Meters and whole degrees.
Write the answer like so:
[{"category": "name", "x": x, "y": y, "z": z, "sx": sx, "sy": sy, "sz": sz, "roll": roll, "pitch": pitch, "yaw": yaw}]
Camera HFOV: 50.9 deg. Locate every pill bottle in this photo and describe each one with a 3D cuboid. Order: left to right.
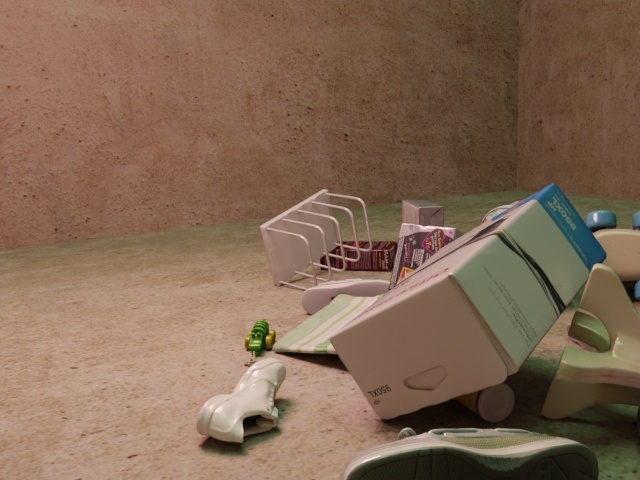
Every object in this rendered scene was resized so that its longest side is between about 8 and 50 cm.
[{"category": "pill bottle", "x": 0.250, "y": 0.241, "z": 1.076, "sx": 0.065, "sy": 0.065, "sz": 0.116, "roll": -6, "pitch": 10, "yaw": -21}]

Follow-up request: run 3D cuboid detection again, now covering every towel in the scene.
[{"category": "towel", "x": 0.092, "y": 0.160, "z": 1.358, "sx": 0.325, "sy": 0.038, "sz": 0.248, "roll": -7, "pitch": 17, "yaw": 44}]

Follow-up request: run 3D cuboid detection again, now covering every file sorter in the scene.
[{"category": "file sorter", "x": 0.000, "y": 0.000, "z": 1.944, "sx": 0.173, "sy": 0.192, "sz": 0.278, "roll": 12, "pitch": 33, "yaw": 40}]

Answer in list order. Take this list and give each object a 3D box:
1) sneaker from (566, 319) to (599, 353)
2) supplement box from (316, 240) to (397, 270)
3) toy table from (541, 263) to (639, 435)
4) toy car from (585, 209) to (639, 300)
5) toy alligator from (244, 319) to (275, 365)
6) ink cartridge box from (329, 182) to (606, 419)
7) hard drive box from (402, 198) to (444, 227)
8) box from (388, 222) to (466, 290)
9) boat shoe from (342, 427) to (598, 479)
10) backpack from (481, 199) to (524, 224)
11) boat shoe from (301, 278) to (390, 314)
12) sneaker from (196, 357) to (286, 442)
[{"category": "sneaker", "x": 0.547, "y": 0.188, "z": 1.338, "sx": 0.070, "sy": 0.050, "sz": 0.134, "roll": -7, "pitch": 6, "yaw": 1}, {"category": "supplement box", "x": 0.118, "y": 0.048, "z": 2.152, "sx": 0.240, "sy": 0.073, "sz": 0.130, "roll": 0, "pitch": 12, "yaw": 18}, {"category": "toy table", "x": 0.443, "y": 0.176, "z": 0.993, "sx": 0.161, "sy": 0.252, "sz": 0.274, "roll": 20, "pitch": 6, "yaw": 21}, {"category": "toy car", "x": 0.774, "y": 0.064, "z": 1.727, "sx": 0.210, "sy": 0.219, "sz": 0.238, "roll": 0, "pitch": -19, "yaw": 17}, {"category": "toy alligator", "x": -0.130, "y": 0.204, "z": 1.401, "sx": 0.056, "sy": 0.051, "sz": 0.189, "roll": -2, "pitch": 10, "yaw": 6}, {"category": "ink cartridge box", "x": 0.247, "y": 0.093, "z": 1.098, "sx": 0.395, "sy": 0.166, "sz": 0.285, "roll": -32, "pitch": -3, "yaw": -46}, {"category": "hard drive box", "x": 0.348, "y": -0.041, "z": 2.300, "sx": 0.089, "sy": 0.181, "sz": 0.232, "roll": -3, "pitch": 11, "yaw": -6}, {"category": "box", "x": 0.288, "y": 0.068, "z": 1.542, "sx": 0.142, "sy": 0.163, "sz": 0.247, "roll": 7, "pitch": -10, "yaw": 36}, {"category": "boat shoe", "x": 0.168, "y": 0.275, "z": 0.788, "sx": 0.321, "sy": 0.118, "sz": 0.103, "roll": -2, "pitch": 3, "yaw": -19}, {"category": "backpack", "x": 0.502, "y": 0.029, "z": 1.667, "sx": 0.191, "sy": 0.253, "sz": 0.225, "roll": -10, "pitch": 14, "yaw": -37}, {"category": "boat shoe", "x": 0.090, "y": 0.136, "z": 1.636, "sx": 0.268, "sy": 0.096, "sz": 0.088, "roll": -8, "pitch": 13, "yaw": 19}, {"category": "sneaker", "x": -0.098, "y": 0.260, "z": 1.064, "sx": 0.094, "sy": 0.080, "sz": 0.212, "roll": 15, "pitch": 24, "yaw": 24}]
